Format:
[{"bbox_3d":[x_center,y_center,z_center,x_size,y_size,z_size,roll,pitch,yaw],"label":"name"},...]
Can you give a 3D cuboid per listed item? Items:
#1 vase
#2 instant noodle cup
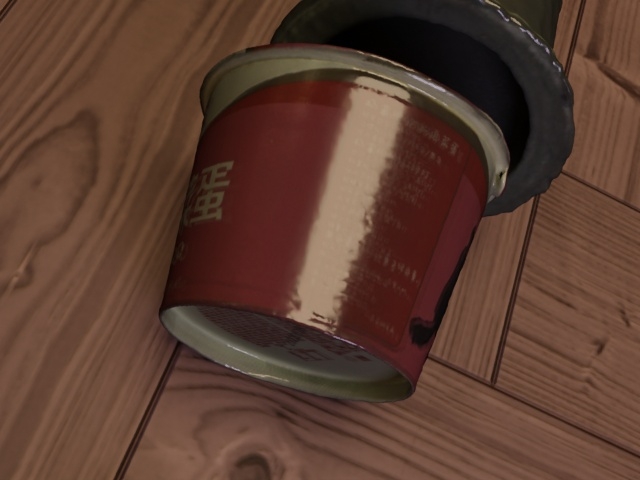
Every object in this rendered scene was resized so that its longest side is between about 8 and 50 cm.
[{"bbox_3d":[0.119,-0.197,0.748,0.245,0.245,0.291,29,53,-5],"label":"vase"},{"bbox_3d":[0.000,0.000,0.609,0.235,0.235,0.178,21,67,-10],"label":"instant noodle cup"}]
